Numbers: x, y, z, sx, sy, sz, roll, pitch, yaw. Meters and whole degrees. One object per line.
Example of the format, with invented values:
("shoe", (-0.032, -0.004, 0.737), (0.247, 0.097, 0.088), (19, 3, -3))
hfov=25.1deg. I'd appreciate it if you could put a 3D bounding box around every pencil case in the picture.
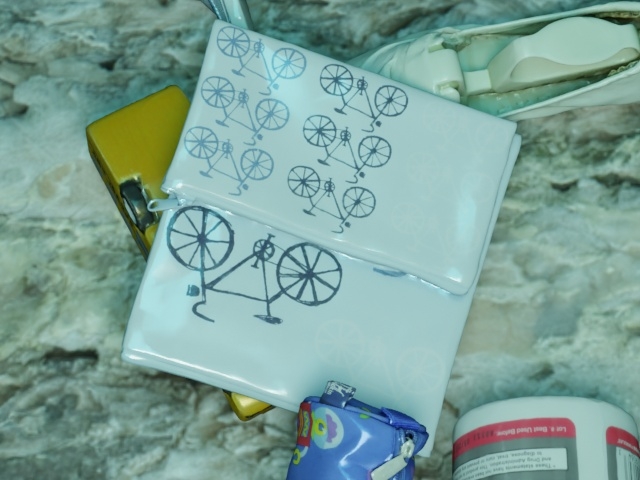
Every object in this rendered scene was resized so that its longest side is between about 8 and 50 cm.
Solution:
("pencil case", (0.017, 0.280, 1.230), (0.119, 0.133, 0.306), (18, 78, -32))

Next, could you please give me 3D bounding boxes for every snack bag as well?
("snack bag", (0.000, 0.000, 1.340), (0.323, 0.037, 0.342), (19, 80, -9))

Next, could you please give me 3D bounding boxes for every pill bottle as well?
("pill bottle", (0.209, 0.314, 1.298), (0.176, 0.176, 0.318), (0, 65, 2))

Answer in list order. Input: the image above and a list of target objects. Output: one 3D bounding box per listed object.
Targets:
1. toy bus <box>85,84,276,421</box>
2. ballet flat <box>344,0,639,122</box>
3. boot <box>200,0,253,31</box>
("toy bus", (-0.113, 0.014, 1.418), (0.108, 0.130, 0.332), (-27, 80, -14))
("ballet flat", (0.165, -0.170, 1.445), (0.400, 0.139, 0.139), (-13, 80, 0))
("boot", (-0.137, -0.279, 1.516), (0.086, 0.069, 0.190), (-23, 72, 5))
